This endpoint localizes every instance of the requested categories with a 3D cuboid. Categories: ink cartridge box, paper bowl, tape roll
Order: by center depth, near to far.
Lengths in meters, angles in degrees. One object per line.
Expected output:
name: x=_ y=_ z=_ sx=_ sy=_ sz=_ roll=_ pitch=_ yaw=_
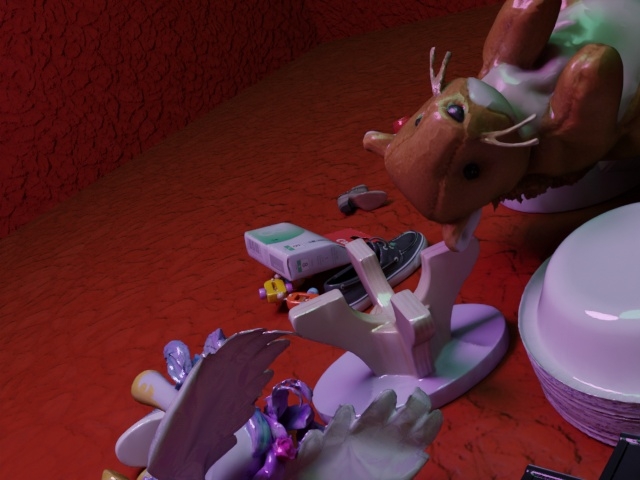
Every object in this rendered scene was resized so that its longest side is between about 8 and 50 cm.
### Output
paper bowl: x=0.351 y=0.068 z=0.734 sx=0.284 sy=0.148 sz=0.284 roll=-22 pitch=32 yaw=15
tape roll: x=0.434 y=-0.161 z=1.234 sx=0.286 sy=0.100 sz=0.286 roll=-20 pitch=24 yaw=9
ink cartridge box: x=0.000 y=0.000 z=1.271 sx=0.225 sy=0.056 sz=0.181 roll=-18 pitch=21 yaw=-25

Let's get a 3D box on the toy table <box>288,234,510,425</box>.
toy table: x=0.099 y=0.109 z=0.896 sx=0.274 sy=0.160 sz=0.252 roll=-29 pitch=25 yaw=-16

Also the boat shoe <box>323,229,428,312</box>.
boat shoe: x=0.090 y=0.037 z=1.154 sx=0.228 sy=0.076 sz=0.080 roll=-36 pitch=27 yaw=-26

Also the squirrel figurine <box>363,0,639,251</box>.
squirrel figurine: x=0.246 y=-0.133 z=0.885 sx=0.370 sy=0.281 sz=0.397 roll=-37 pitch=-14 yaw=-13

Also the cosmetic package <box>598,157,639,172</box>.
cosmetic package: x=0.539 y=-0.185 z=1.050 sx=0.238 sy=0.107 sz=0.127 roll=-3 pitch=67 yaw=-7

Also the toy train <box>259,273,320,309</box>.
toy train: x=-0.035 y=0.087 z=1.207 sx=0.125 sy=0.046 sz=0.166 roll=1 pitch=26 yaw=15

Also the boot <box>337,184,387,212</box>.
boot: x=0.089 y=-0.094 z=1.472 sx=0.118 sy=0.042 sz=0.087 roll=-14 pitch=23 yaw=19

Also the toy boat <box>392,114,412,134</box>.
toy boat: x=0.293 y=-0.240 z=1.483 sx=0.318 sy=0.148 sz=0.267 roll=-31 pitch=7 yaw=-25

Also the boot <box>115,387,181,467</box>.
boot: x=-0.205 y=0.251 z=0.998 sx=0.190 sy=0.069 sz=0.086 roll=-24 pitch=15 yaw=-21

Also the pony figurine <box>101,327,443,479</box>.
pony figurine: x=-0.092 y=0.237 z=0.728 sx=0.351 sy=0.303 sz=0.363 roll=-58 pitch=32 yaw=1

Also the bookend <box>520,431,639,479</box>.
bookend: x=0.249 y=0.230 z=0.618 sx=0.156 sy=0.072 sz=0.157 roll=3 pitch=34 yaw=45
